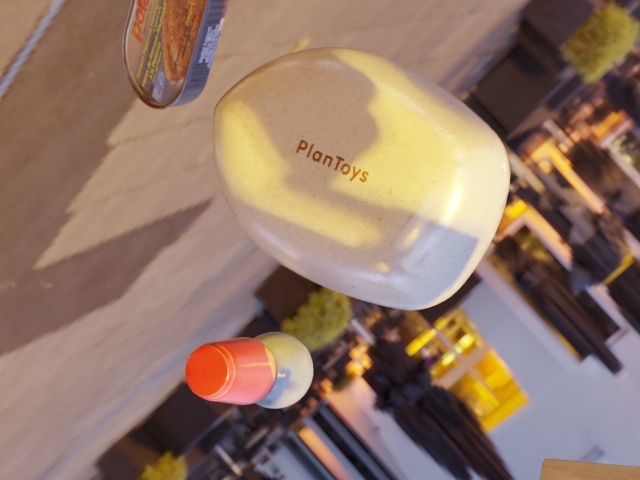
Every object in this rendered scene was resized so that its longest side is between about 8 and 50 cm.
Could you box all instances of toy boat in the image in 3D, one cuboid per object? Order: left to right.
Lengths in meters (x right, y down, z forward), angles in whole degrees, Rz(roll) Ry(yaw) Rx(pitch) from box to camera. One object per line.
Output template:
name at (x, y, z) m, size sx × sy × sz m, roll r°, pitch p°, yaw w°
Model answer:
toy boat at (0.000, 0.000, 1.010) m, size 0.318 × 0.267 × 0.148 m, roll -61°, pitch 154°, yaw 9°

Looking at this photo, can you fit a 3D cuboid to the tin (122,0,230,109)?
tin at (-0.141, -0.217, 1.181) m, size 0.040 × 0.106 × 0.189 m, roll -20°, pitch 141°, yaw -45°

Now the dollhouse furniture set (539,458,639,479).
dollhouse furniture set at (0.213, 0.253, 0.437) m, size 0.198 × 0.303 × 0.286 m, roll 19°, pitch 165°, yaw -36°
